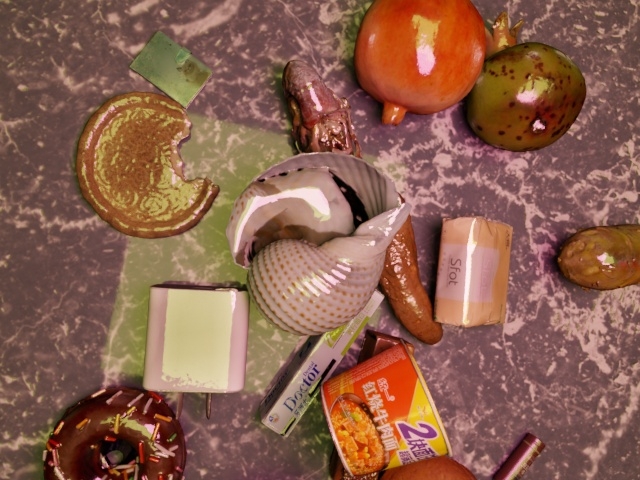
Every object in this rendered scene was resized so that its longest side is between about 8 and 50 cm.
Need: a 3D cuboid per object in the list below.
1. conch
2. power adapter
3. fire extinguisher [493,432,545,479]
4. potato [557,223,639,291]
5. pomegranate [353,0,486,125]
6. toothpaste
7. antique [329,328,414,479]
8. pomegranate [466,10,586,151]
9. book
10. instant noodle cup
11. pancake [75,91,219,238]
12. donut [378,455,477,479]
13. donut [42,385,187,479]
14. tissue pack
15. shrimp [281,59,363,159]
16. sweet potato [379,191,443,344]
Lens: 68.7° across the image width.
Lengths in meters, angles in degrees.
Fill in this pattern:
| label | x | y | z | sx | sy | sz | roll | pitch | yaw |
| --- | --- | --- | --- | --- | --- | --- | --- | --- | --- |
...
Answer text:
| label | x | y | z | sx | sy | sz | roll | pitch | yaw |
| --- | --- | --- | --- | --- | --- | --- | --- | --- | --- |
| conch | -0.003 | 0.005 | 0.864 | 0.319 | 0.215 | 0.303 | -30 | 79 | -5 |
| power adapter | -0.233 | 0.212 | 0.893 | 0.187 | 0.124 | 0.255 | 3 | 89 | -7 |
| fire extinguisher | 0.426 | 0.495 | 1.022 | 0.158 | 0.043 | 0.064 | -47 | 137 | -6 |
| potato | 0.634 | 0.036 | 1.013 | 0.298 | 0.176 | 0.141 | -3 | 95 | -32 |
| pomegranate | 0.184 | -0.355 | 0.922 | 0.252 | 0.229 | 0.271 | 12 | 96 | -15 |
| toothpaste | 0.000 | 0.227 | 0.947 | 0.067 | 0.081 | 0.337 | 36 | 84 | -8 |
| antique | 0.102 | 0.346 | 0.953 | 0.087 | 0.093 | 0.310 | 17 | 87 | -7 |
| pomegranate | 0.426 | -0.326 | 0.969 | 0.230 | 0.231 | 0.286 | 16 | 71 | -8 |
| book | -0.299 | -0.349 | 0.951 | 0.135 | 0.017 | 0.103 | 36 | 84 | -6 |
| instant noodle cup | 0.105 | 0.298 | 0.815 | 0.174 | 0.213 | 0.213 | -21 | 92 | 1 |
| pancake | -0.339 | -0.149 | 0.932 | 0.286 | 0.033 | 0.288 | 19 | 85 | -7 |
| donut | 0.231 | 0.597 | 0.938 | 0.317 | 0.150 | 0.299 | 28 | 83 | -7 |
| donut | -0.384 | 0.410 | 0.875 | 0.269 | 0.103 | 0.270 | 0 | 90 | -9 |
| tissue pack | 0.319 | 0.064 | 0.966 | 0.186 | 0.090 | 0.222 | 9 | 88 | -43 |
| shrimp | 0.023 | -0.199 | 0.936 | 0.116 | 0.145 | 0.343 | -34 | 103 | -22 |
| sweet potato | 0.167 | 0.066 | 0.975 | 0.114 | 0.092 | 0.342 | -17 | 92 | -32 |
